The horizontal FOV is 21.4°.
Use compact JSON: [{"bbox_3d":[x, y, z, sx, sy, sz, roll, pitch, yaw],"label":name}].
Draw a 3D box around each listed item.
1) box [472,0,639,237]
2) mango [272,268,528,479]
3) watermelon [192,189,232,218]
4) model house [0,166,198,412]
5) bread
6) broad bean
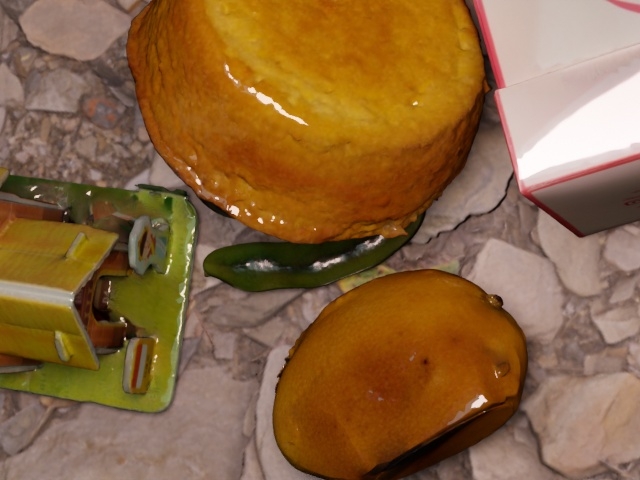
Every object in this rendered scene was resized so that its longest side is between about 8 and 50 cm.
[{"bbox_3d":[0.283,-0.195,1.298,0.312,0.314,0.300,-16,80,15],"label":"box"},{"bbox_3d":[0.061,0.117,1.435,0.236,0.136,0.166,-32,64,16],"label":"mango"},{"bbox_3d":[-0.075,-0.080,1.494,0.105,0.105,0.133,-40,89,10],"label":"watermelon"},{"bbox_3d":[-0.314,0.095,1.440,0.300,0.323,0.340,8,89,17],"label":"model house"},{"bbox_3d":[-0.008,-0.150,1.394,0.312,0.172,0.312,9,56,-14],"label":"bread"},{"bbox_3d":[0.003,0.005,1.505,0.226,0.039,0.069,-22,87,13],"label":"broad bean"}]
